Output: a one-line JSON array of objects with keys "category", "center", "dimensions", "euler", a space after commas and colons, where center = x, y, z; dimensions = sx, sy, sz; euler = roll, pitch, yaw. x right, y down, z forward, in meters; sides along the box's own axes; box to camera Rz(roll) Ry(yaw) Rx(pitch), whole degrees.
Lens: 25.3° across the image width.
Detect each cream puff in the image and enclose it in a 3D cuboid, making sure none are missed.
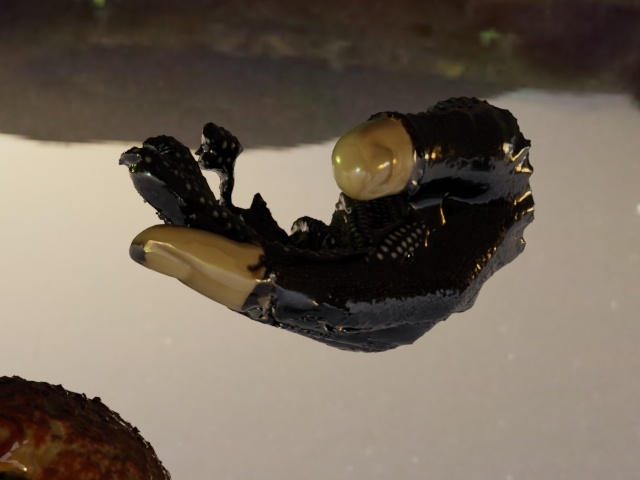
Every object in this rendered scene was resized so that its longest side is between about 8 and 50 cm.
[{"category": "cream puff", "center": [-0.191, 0.188, 0.856], "dimensions": [0.240, 0.240, 0.164], "euler": [2, 161, -19]}]

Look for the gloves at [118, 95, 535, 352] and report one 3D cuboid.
[{"category": "gloves", "center": [-0.001, 0.003, 0.564], "dimensions": [0.129, 0.106, 0.181], "euler": [5, -163, 45]}]
